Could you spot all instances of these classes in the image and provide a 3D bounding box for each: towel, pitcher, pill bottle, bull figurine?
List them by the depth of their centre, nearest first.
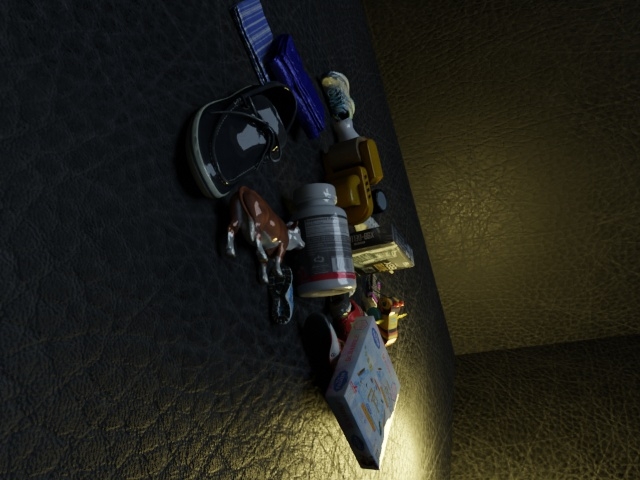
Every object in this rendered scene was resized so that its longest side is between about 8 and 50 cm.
[{"bbox_3d":[-0.134,-0.007,1.202,0.310,0.101,0.188,46,39,-56],"label":"bull figurine"},{"bbox_3d":[0.000,0.000,1.443,0.176,0.177,0.318,24,56,-65],"label":"pill bottle"},{"bbox_3d":[-0.166,-0.592,1.548,0.243,0.040,0.335,-71,143,-56],"label":"towel"},{"bbox_3d":[-0.064,-0.515,1.619,0.227,0.076,0.308,-84,152,-46],"label":"towel"},{"bbox_3d":[0.136,-0.412,2.144,0.178,0.126,0.207,33,35,-83],"label":"pitcher"}]

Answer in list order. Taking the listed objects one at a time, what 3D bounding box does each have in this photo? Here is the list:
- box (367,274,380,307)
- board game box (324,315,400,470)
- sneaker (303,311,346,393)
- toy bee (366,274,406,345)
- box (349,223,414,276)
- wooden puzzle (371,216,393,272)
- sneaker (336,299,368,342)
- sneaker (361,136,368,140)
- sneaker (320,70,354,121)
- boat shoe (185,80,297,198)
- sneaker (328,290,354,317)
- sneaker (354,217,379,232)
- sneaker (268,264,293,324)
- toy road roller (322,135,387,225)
[{"bbox_3d":[0.234,0.215,2.145,0.116,0.029,0.162,58,29,-43],"label":"box"},{"bbox_3d":[0.140,0.450,1.464,0.318,0.066,0.318,68,30,-26],"label":"board game box"},{"bbox_3d":[0.023,0.311,1.452,0.145,0.090,0.269,-53,131,-65],"label":"sneaker"},{"bbox_3d":[0.265,0.294,1.979,0.195,0.162,0.298,-32,105,-34],"label":"toy bee"},{"bbox_3d":[0.201,0.045,1.853,0.307,0.243,0.076,40,42,-60],"label":"box"},{"bbox_3d":[0.293,0.027,2.401,0.221,0.044,0.238,42,36,-57],"label":"wooden puzzle"},{"bbox_3d":[0.088,0.301,1.649,0.118,0.107,0.279,55,21,-17],"label":"sneaker"},{"bbox_3d":[0.213,-0.497,2.481,0.067,0.064,0.175,58,14,5],"label":"sneaker"},{"bbox_3d":[0.083,-0.612,2.119,0.283,0.110,0.122,48,39,-53],"label":"sneaker"},{"bbox_3d":[-0.175,-0.268,1.176,0.500,0.156,0.186,-68,143,-55],"label":"boat shoe"},{"bbox_3d":[0.060,0.175,1.651,0.234,0.078,0.106,-61,132,-66],"label":"sneaker"},{"bbox_3d":[0.216,-0.068,2.132,0.289,0.123,0.106,71,23,-15],"label":"sneaker"},{"bbox_3d":[-0.102,0.145,1.285,0.073,0.064,0.161,74,15,-69],"label":"sneaker"},{"bbox_3d":[0.100,-0.218,1.814,0.241,0.203,0.329,-9,88,-58],"label":"toy road roller"}]
